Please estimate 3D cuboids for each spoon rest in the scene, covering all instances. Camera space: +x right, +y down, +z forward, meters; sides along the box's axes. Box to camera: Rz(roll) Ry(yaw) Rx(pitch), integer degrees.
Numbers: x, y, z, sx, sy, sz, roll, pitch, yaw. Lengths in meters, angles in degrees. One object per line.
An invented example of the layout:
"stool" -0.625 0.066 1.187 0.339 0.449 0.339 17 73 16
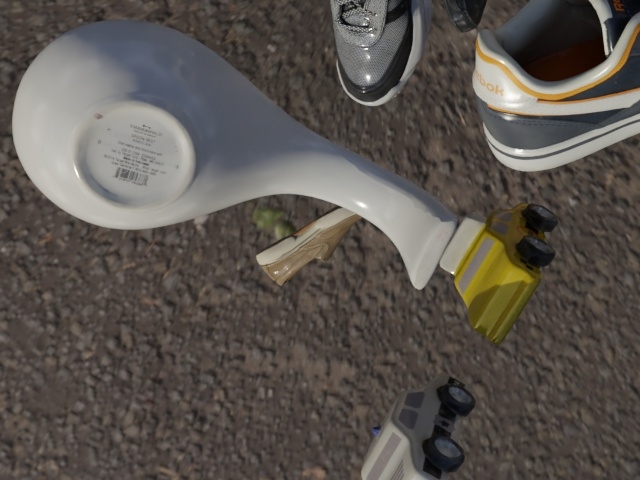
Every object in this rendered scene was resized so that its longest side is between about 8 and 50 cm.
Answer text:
"spoon rest" -0.054 -0.047 0.673 0.276 0.084 0.137 19 115 -15

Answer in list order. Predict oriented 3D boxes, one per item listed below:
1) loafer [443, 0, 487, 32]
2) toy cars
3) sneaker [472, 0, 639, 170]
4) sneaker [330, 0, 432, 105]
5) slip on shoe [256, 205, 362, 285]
"loafer" 0.206 -0.372 1.381 0.078 0.076 0.223 -3 65 33
"toy cars" 0.121 0.100 0.999 0.087 0.176 0.393 28 66 3
"sneaker" 0.271 -0.169 0.830 0.321 0.126 0.127 -26 138 3
"sneaker" 0.024 -0.230 0.915 0.101 0.153 0.268 21 124 27
"slip on shoe" 0.000 0.000 1.045 0.135 0.051 0.041 -30 93 18
